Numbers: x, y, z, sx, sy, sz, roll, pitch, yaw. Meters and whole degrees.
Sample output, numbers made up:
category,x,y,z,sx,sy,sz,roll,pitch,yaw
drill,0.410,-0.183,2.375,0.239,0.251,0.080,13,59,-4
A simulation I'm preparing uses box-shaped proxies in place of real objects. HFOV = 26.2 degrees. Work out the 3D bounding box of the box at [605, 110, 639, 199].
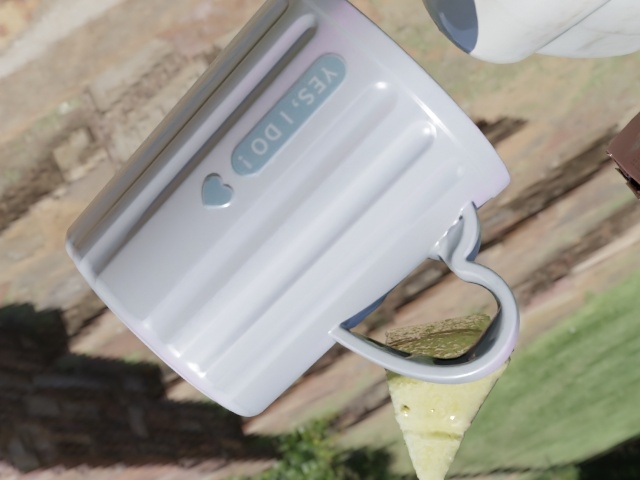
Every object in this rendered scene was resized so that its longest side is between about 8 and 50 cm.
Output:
category,x,y,z,sx,sy,sz,roll,pitch,yaw
box,0.289,-0.086,1.002,0.060,0.111,0.156,36,104,-24

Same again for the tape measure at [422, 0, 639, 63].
category,x,y,z,sx,sy,sz,roll,pitch,yaw
tape measure,0.140,-0.252,0.905,0.265,0.258,0.130,-6,159,-42

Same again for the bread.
category,x,y,z,sx,sy,sz,roll,pitch,yaw
bread,0.124,0.152,1.455,0.178,0.142,0.266,-48,-177,3

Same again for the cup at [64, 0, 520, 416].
category,x,y,z,sx,sy,sz,roll,pitch,yaw
cup,-0.009,-0.009,0.742,0.202,0.221,0.167,-46,134,0
